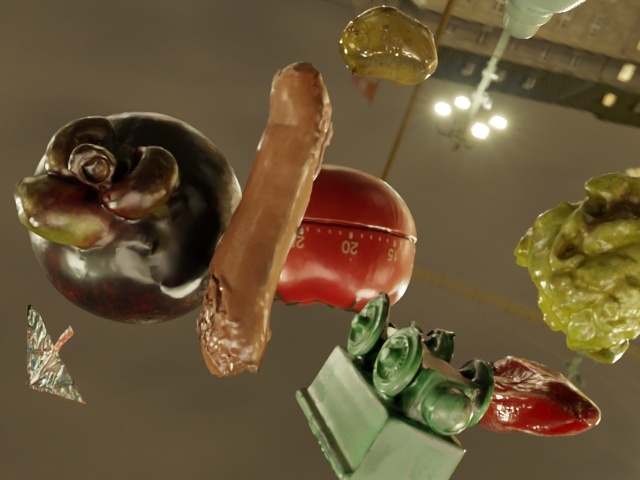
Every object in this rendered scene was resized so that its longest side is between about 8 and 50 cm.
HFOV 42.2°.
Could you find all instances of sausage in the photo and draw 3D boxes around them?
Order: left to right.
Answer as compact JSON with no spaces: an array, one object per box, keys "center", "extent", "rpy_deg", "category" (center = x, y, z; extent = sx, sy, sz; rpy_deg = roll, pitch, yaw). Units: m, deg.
[{"center":[-0.051,-0.019,0.783],"extent":[0.078,0.304,0.078],"rpy_deg":[17,176,1],"category":"sausage"}]

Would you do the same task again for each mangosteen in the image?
[{"center":[-0.193,-0.034,0.841],"extent":[0.228,0.265,0.228],"rpy_deg":[-2,-111,6],"category":"mangosteen"}]

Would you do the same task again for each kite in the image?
[{"center":[-0.480,0.215,1.477],"extent":[0.009,0.189,0.232],"rpy_deg":[-5,-127,-51],"category":"kite"}]

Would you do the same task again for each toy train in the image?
[{"center":[0.091,0.189,1.024],"extent":[0.145,0.202,0.266],"rpy_deg":[29,-174,-20],"category":"toy train"}]

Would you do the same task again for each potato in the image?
[{"center":[0.121,-0.339,1.450],"extent":[0.176,0.137,0.137],"rpy_deg":[15,-150,0],"category":"potato"}]

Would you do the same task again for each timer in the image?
[{"center":[0.000,0.000,1.644],"extent":[0.378,0.279,0.378],"rpy_deg":[4,174,0],"category":"timer"}]

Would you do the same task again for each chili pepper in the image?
[{"center":[0.324,0.246,1.259],"extent":[0.144,0.136,0.252],"rpy_deg":[29,173,-7],"category":"chili pepper"}]

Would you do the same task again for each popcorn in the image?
[{"center":[0.434,0.046,1.271],"extent":[0.235,0.242,0.250],"rpy_deg":[-1,-124,-6],"category":"popcorn"}]

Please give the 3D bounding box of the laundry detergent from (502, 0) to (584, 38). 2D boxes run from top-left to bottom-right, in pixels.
[{"center":[0.394,-0.468,1.272],"extent":[0.264,0.398,0.125],"rpy_deg":[9,-122,-5],"category":"laundry detergent"}]
